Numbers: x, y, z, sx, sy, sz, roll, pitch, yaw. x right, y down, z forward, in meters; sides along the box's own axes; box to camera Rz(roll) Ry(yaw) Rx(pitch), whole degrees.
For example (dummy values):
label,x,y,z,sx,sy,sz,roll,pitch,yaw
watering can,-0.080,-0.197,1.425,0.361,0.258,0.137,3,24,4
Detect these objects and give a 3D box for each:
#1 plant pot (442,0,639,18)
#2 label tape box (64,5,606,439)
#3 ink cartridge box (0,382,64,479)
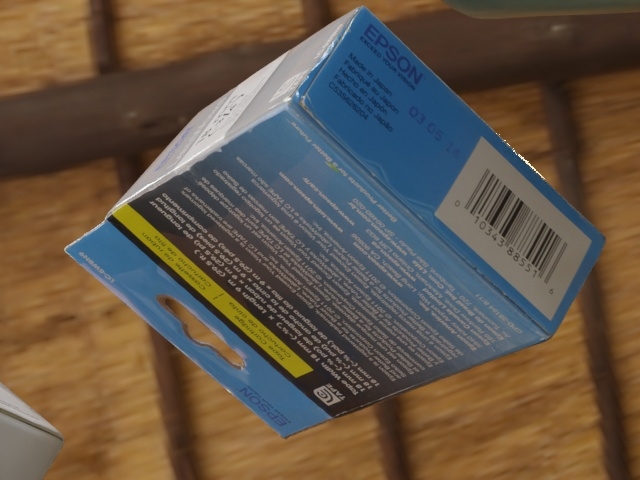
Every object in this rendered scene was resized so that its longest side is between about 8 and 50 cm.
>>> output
label,x,y,z,sx,sy,sz,roll,pitch,yaw
plant pot,0.211,-0.275,1.185,0.235,0.293,0.293,9,-74,36
label tape box,0.000,0.000,1.381,0.240,0.106,0.334,42,-34,-15
ink cartridge box,-0.362,0.166,1.511,0.289,0.121,0.211,29,-92,46
